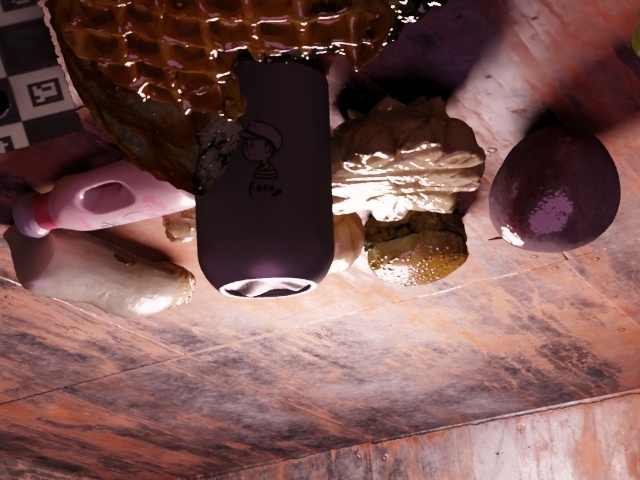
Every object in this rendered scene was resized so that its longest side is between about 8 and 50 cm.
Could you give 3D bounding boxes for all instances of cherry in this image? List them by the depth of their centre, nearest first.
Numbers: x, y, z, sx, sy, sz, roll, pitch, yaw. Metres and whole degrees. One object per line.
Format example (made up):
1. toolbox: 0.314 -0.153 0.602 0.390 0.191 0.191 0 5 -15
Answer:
1. cherry: 0.383 -0.078 1.857 0.213 0.184 0.266 -11 144 -15

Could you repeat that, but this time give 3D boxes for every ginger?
1. ginger: -0.213 -0.046 2.006 0.213 0.074 0.137 -11 154 31

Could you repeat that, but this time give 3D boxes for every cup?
1. cup: -0.080 -0.083 1.630 0.205 0.312 0.205 -4 165 -1

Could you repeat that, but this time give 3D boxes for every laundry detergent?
1. laundry detergent: -0.365 -0.073 1.910 0.335 0.088 0.159 -12 152 21

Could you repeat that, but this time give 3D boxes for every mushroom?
1. mushroom: -0.391 0.065 2.139 0.397 0.177 0.126 23 106 -38

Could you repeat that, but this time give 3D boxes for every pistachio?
1. pistachio: 0.000 0.000 2.025 0.157 0.157 0.229 0 164 -5

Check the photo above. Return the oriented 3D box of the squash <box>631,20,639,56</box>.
1. squash: 0.473 -0.308 1.506 0.105 0.105 0.132 -4 141 4

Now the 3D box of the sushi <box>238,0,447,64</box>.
1. sushi: -0.051 -0.334 1.283 0.351 0.178 0.294 13 153 -27

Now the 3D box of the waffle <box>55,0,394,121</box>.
1. waffle: -0.093 -0.238 1.112 0.324 0.151 0.261 -20 150 40

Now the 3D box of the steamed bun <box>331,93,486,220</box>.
1. steamed bun: 0.115 -0.134 1.779 0.295 0.137 0.292 13 150 -42

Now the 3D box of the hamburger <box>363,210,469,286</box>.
1. hamburger: 0.182 0.018 2.116 0.189 0.122 0.215 -16 154 23

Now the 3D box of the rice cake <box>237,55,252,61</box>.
1. rice cake: -0.141 -0.254 1.625 0.121 0.022 0.022 2 164 -7

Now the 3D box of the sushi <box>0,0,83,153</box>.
1. sushi: -0.506 -0.263 1.495 0.296 0.100 0.373 -17 143 -8

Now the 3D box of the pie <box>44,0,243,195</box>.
1. pie: -0.234 -0.201 1.463 0.288 0.103 0.355 41 158 14
